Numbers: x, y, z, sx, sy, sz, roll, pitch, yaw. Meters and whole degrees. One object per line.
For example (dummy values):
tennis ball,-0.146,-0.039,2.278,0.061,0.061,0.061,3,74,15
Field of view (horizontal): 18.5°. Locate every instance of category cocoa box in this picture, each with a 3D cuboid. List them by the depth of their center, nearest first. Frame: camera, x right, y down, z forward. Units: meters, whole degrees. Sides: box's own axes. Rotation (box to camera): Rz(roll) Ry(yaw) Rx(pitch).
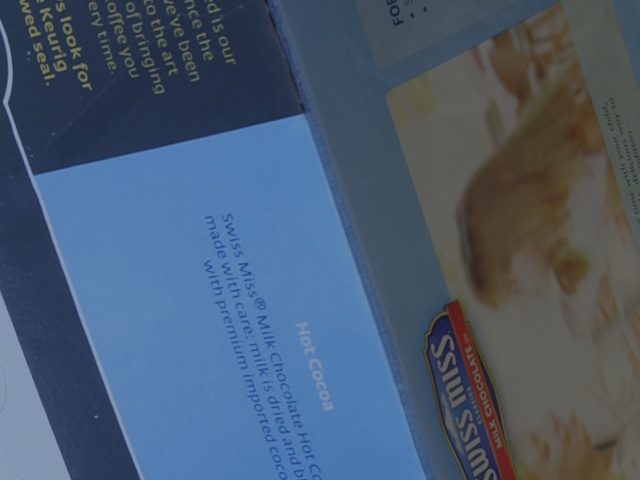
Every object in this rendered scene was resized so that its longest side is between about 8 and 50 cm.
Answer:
cocoa box,0.000,0.000,0.769,0.231,0.228,0.347,-31,-73,-48
